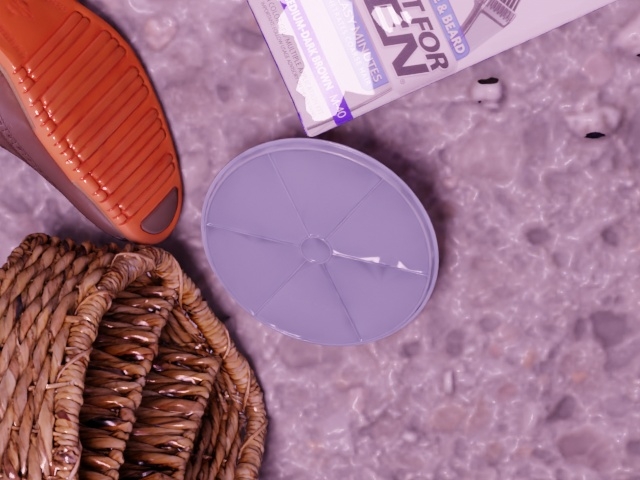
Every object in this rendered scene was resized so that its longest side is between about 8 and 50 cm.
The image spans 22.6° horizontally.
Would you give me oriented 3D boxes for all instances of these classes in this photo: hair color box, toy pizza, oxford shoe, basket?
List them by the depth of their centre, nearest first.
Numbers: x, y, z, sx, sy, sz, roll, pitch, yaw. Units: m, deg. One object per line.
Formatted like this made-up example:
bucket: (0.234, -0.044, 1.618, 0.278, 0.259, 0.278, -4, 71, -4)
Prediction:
basket: (-0.156, 0.139, 1.223, 0.223, 0.299, 0.213, 10, 127, 4)
hair color box: (0.109, -0.234, 1.257, 0.339, 0.110, 0.185, -24, 96, 6)
oxford shoe: (-0.252, -0.138, 1.312, 0.133, 0.130, 0.363, -26, 106, 41)
toy pizza: (0.000, 0.000, 1.315, 0.201, 0.032, 0.201, 8, 124, 12)
